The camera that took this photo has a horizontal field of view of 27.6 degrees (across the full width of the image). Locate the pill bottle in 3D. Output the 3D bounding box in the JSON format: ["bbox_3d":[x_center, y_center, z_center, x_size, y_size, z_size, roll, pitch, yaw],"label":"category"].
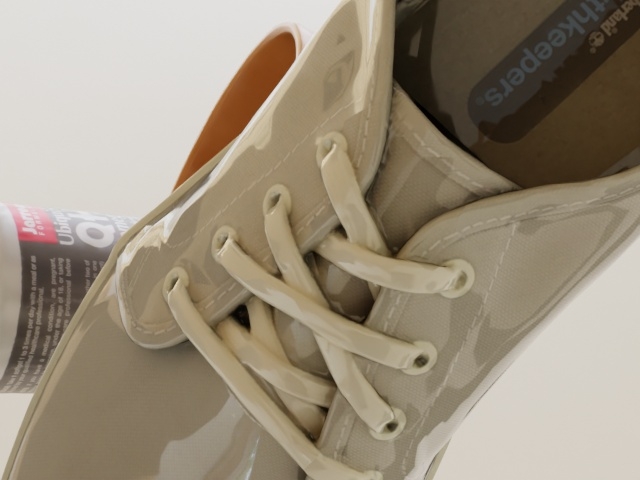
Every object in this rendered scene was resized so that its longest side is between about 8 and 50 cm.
[{"bbox_3d":[-0.256,0.057,1.221,0.176,0.319,0.176,-15,-108,58],"label":"pill bottle"}]

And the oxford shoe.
[{"bbox_3d":[0.008,0.016,0.492,0.449,0.169,0.130,-49,175,13],"label":"oxford shoe"}]

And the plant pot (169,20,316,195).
[{"bbox_3d":[0.000,0.000,1.040,0.291,0.203,0.291,-55,-161,30],"label":"plant pot"}]
